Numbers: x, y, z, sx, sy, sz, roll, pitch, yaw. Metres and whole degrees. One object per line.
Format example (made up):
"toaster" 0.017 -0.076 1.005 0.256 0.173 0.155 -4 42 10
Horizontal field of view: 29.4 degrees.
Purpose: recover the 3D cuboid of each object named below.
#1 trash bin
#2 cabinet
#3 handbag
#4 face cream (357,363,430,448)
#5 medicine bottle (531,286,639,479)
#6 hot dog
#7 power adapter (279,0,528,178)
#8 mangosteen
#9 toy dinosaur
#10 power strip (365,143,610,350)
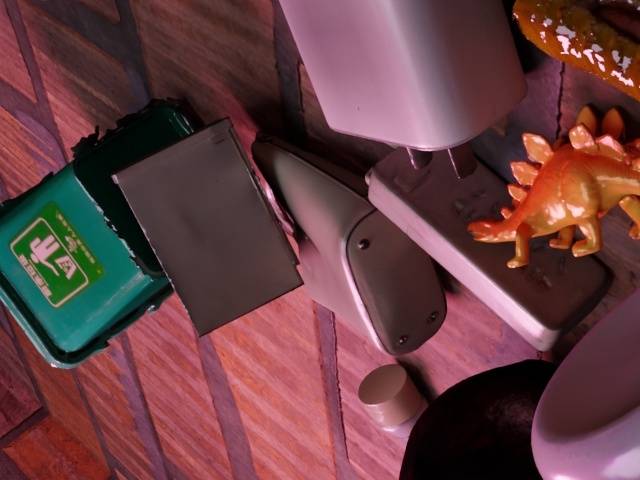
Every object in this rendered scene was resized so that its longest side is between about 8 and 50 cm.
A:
"trash bin" -0.274 -0.019 1.680 0.259 0.295 0.381 55 144 -4
"cabinet" -0.127 -0.019 1.414 0.206 0.150 0.145 64 173 -8
"handbag" 0.000 0.000 1.406 0.315 0.109 0.241 25 143 50
"face cream" 0.131 0.260 1.577 0.114 0.070 0.224 16 145 52
"medicine bottle" 0.335 0.181 0.905 0.302 0.241 0.241 45 156 -7
"hot dog" 0.253 -0.119 0.862 0.289 0.068 0.083 32 155 35
"power adapter" 0.072 -0.167 1.041 0.187 0.124 0.255 19 140 52
"mangosteen" 0.196 0.260 1.194 0.297 0.293 0.297 -172 90 -72
"toy dinosaur" 0.220 -0.050 1.002 0.288 0.070 0.117 -17 91 51
"power strip" 0.136 -0.022 1.153 0.288 0.093 0.053 43 156 19
